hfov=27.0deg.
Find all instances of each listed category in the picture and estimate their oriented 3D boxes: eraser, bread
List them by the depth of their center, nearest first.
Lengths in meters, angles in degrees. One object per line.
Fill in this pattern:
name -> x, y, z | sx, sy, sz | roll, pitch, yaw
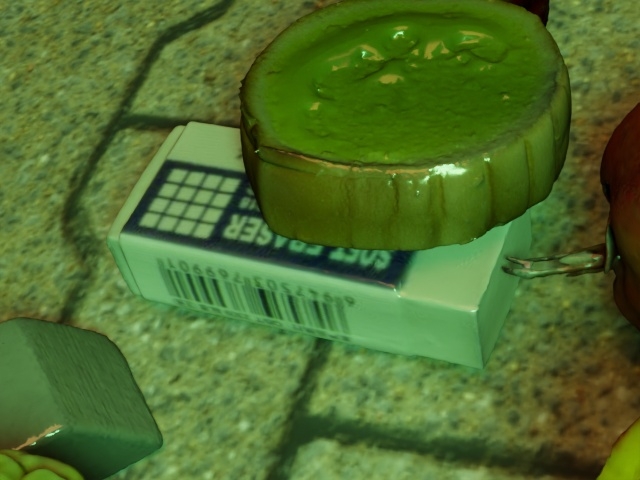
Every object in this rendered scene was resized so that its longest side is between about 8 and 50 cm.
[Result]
eraser -> -0.287, 0.161, 0.884 | 0.352, 0.077, 0.111 | -27, 49, -10
bread -> 0.056, -0.086, 0.908 | 0.236, 0.070, 0.236 | -5, 42, 4
eraser -> 0.000, 0.000, 0.947 | 0.278, 0.081, 0.124 | 11, 53, 22

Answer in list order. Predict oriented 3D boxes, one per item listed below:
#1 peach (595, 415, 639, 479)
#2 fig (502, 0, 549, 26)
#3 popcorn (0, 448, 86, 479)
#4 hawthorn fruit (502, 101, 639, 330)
peach -> 0.275, 0.181, 0.557 | 0.380, 0.306, 0.242 | -36, 30, 37
fig -> 0.117, -0.195, 1.051 | 0.202, 0.148, 0.149 | -11, 79, -38
popcorn -> -0.189, 0.233, 0.735 | 0.205, 0.251, 0.237 | -12, 81, 33
hawthorn fruit -> 0.259, -0.012, 0.824 | 0.299, 0.211, 0.211 | -17, 48, 13
